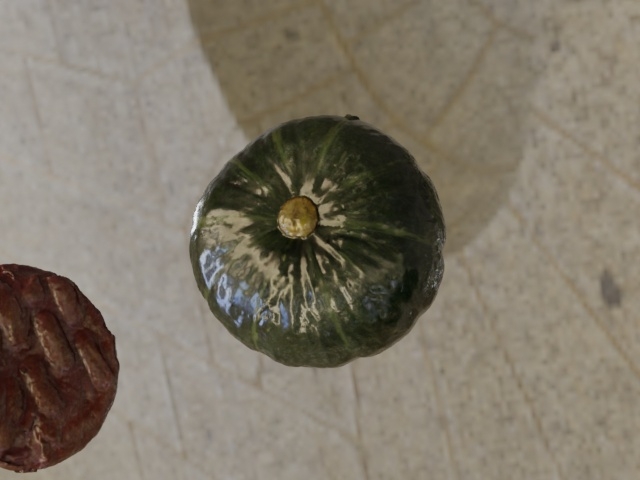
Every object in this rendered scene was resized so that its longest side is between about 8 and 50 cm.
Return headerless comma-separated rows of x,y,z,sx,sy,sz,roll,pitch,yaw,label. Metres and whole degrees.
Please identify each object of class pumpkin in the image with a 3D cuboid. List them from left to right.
-0.001,0.002,1.347,0.211,0.212,0.152,-9,158,4,pumpkin

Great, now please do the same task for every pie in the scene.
-0.207,0.088,1.145,0.154,0.154,0.036,-26,-172,-38,pie
